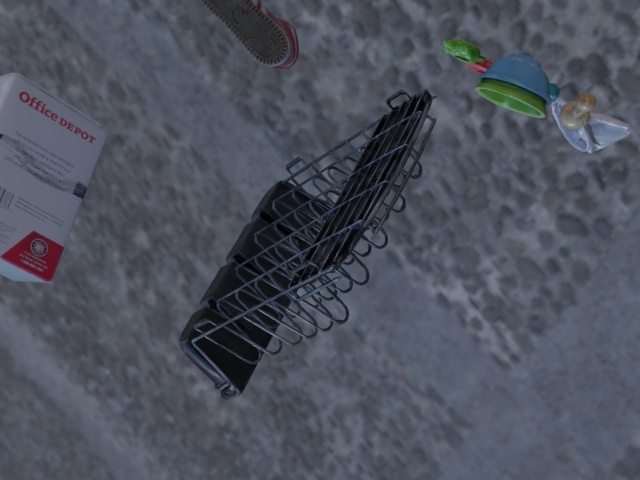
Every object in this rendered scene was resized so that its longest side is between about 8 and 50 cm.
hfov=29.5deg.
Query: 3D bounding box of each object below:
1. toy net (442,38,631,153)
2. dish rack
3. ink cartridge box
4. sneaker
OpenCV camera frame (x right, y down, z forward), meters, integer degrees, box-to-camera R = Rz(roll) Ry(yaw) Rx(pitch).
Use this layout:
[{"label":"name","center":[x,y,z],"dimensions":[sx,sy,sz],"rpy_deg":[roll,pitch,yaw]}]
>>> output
[{"label":"toy net","center":[0.209,-0.127,1.158],"dimensions":[0.122,0.045,0.232],"rpy_deg":[20,178,44]},{"label":"dish rack","center":[0.000,0.000,0.950],"dimensions":[0.074,0.208,0.271],"rpy_deg":[38,146,-16]},{"label":"ink cartridge box","center":[-0.265,-0.053,1.055],"dimensions":[0.063,0.150,0.109],"rpy_deg":[0,155,44]},{"label":"sneaker","center":[-0.060,-0.187,0.993],"dimensions":[0.118,0.042,0.067],"rpy_deg":[55,-169,7]}]
